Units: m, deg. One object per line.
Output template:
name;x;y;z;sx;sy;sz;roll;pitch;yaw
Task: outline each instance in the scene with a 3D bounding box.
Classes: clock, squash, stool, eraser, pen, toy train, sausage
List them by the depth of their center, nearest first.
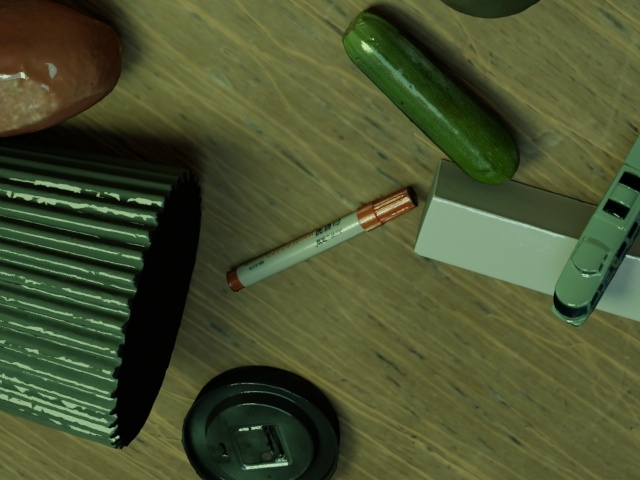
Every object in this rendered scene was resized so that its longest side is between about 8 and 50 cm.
toy train;0.289;-0.012;1.799;0.043;0.047;0.207;28;87;29
squash;0.112;-0.138;1.809;0.229;0.066;0.066;42;121;-16
sausage;-0.329;-0.172;1.811;0.254;0.148;0.148;-6;123;8
eraser;0.251;0.007;1.872;0.298;0.076;0.078;17;125;-1
stool;-0.320;0.032;1.876;0.330;0.297;0.297;14;125;6
pen;0.000;0.000;1.943;0.239;0.028;0.028;-25;116;25
clock;-0.066;0.224;2.100;0.184;0.040;0.184;4;124;7

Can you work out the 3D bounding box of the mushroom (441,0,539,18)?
mushroom;0.174;-0.280;1.680;0.141;0.117;0.188;26;121;-21
